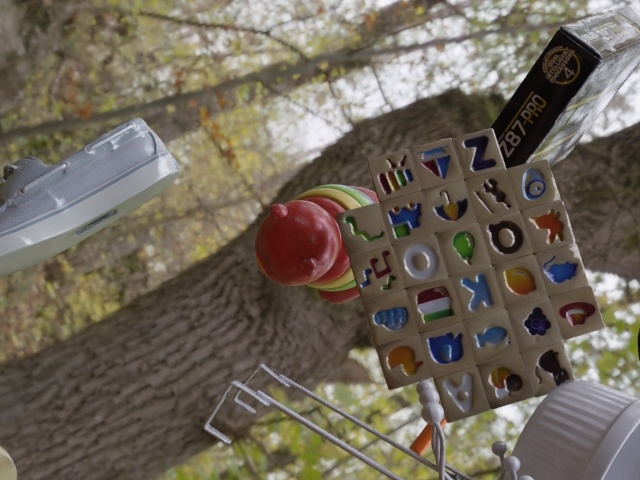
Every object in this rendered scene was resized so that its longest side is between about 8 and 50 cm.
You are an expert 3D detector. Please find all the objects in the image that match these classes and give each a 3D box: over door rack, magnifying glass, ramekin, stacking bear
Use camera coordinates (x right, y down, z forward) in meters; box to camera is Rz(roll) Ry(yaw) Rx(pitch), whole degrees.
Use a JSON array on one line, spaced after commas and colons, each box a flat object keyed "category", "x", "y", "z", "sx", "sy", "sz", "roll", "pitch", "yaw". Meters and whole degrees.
[{"category": "over door rack", "x": 0.058, "y": 0.192, "z": 1.117, "sx": 0.324, "sy": 0.108, "sz": 0.239, "roll": 19, "pitch": -1, "yaw": 5}, {"category": "magnifying glass", "x": 0.209, "y": 0.220, "z": 1.553, "sx": 0.026, "sy": 0.231, "sz": 0.092, "roll": 41, "pitch": -13, "yaw": 5}, {"category": "ramekin", "x": 0.297, "y": 0.256, "z": 1.201, "sx": 0.109, "sy": 0.207, "sz": 0.207, "roll": 26, "pitch": -43, "yaw": 34}, {"category": "stacking bear", "x": 0.000, "y": 0.000, "z": 1.478, "sx": 0.175, "sy": 0.164, "sz": 0.289, "roll": 66, "pitch": 18, "yaw": 6}]

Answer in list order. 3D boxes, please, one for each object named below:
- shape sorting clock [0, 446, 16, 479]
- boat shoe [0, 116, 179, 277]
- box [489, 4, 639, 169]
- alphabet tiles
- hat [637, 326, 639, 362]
[{"category": "shape sorting clock", "x": -0.293, "y": 0.189, "z": 0.674, "sx": 0.040, "sy": 0.206, "sz": 0.206, "roll": 54, "pitch": -26, "yaw": 20}, {"category": "boat shoe", "x": -0.238, "y": -0.037, "z": 0.932, "sx": 0.081, "sy": 0.228, "sz": 0.079, "roll": 58, "pitch": -19, "yaw": 7}, {"category": "box", "x": 0.421, "y": -0.239, "z": 1.839, "sx": 0.097, "sy": 0.395, "sz": 0.318, "roll": 40, "pitch": -57, "yaw": 14}, {"category": "alphabet tiles", "x": 0.186, "y": 0.039, "z": 1.321, "sx": 0.011, "sy": 0.285, "sz": 0.342, "roll": 119, "pitch": -45, "yaw": -77}, {"category": "hat", "x": 0.606, "y": 0.100, "z": 1.579, "sx": 0.134, "sy": 0.331, "sz": 0.331, "roll": 46, "pitch": -11, "yaw": -33}]
